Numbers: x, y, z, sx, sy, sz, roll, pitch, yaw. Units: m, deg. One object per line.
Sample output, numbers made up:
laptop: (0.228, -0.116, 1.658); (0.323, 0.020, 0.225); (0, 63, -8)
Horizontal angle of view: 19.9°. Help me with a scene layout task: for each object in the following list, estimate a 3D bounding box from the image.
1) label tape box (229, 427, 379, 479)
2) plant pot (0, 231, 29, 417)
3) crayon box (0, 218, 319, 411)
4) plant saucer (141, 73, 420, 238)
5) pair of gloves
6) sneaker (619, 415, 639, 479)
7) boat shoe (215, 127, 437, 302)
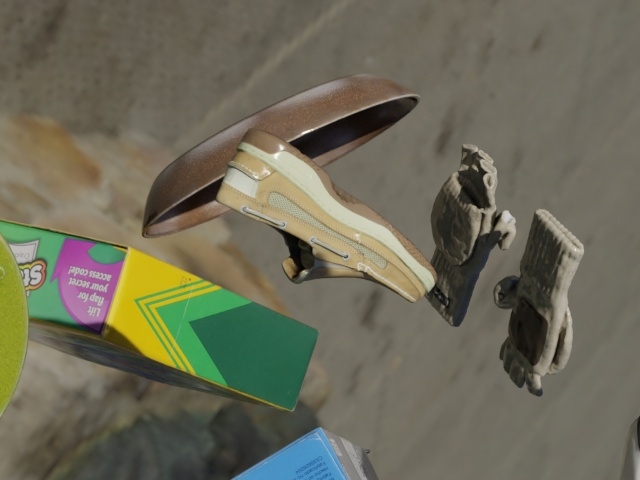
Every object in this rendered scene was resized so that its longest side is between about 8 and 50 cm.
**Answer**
label tape box: (-0.043, 0.335, 2.129); (0.241, 0.106, 0.334); (-32, 164, 5)
plant pot: (-0.432, 0.060, 1.508); (0.366, 0.353, 0.366); (-3, 95, -42)
crayon box: (-0.239, 0.068, 1.948); (0.313, 0.363, 0.106); (29, 76, -49)
plant saucer: (-0.048, -0.091, 1.822); (0.311, 0.050, 0.310); (-26, 176, -2)
pair of gloves: (0.194, 0.031, 1.907); (0.042, 0.240, 0.204); (-12, 124, -28)
sneaker: (0.205, 0.262, 1.307); (0.090, 0.145, 0.270); (11, 70, -61)
boat shoe: (0.000, 0.000, 1.271); (0.190, 0.068, 0.072); (37, 80, -28)
